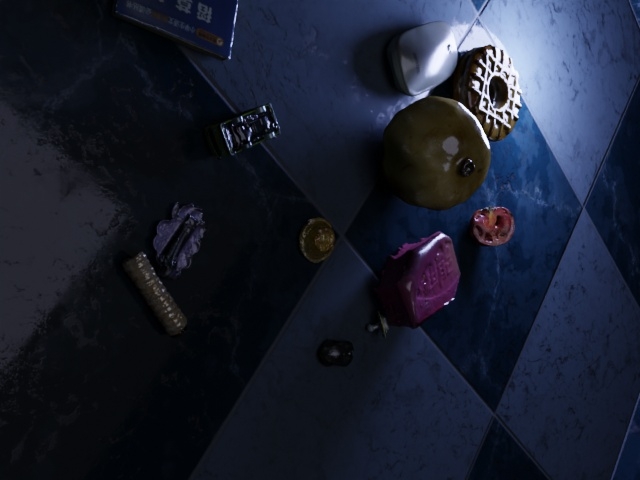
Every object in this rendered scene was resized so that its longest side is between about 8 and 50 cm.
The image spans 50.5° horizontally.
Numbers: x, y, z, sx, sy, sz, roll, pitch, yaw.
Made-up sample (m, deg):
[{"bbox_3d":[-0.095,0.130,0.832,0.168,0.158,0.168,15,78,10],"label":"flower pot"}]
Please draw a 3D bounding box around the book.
[{"bbox_3d":[-0.307,-0.665,1.562,0.300,0.039,0.427,12,83,-41],"label":"book"}]

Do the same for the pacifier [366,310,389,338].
[{"bbox_3d":[0.166,0.252,2.003,0.064,0.068,0.083,-13,81,-7],"label":"pacifier"}]

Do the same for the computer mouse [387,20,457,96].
[{"bbox_3d":[0.329,-0.568,2.102,0.331,0.095,0.197,-34,117,-36],"label":"computer mouse"}]

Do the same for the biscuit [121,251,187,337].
[{"bbox_3d":[-0.364,0.122,1.512,0.061,0.055,0.219,-27,114,6],"label":"biscuit"}]

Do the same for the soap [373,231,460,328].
[{"bbox_3d":[0.304,0.115,2.050,0.325,0.127,0.220,-28,104,-47],"label":"soap"}]

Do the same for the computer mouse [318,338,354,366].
[{"bbox_3d":[0.053,0.317,1.898,0.135,0.047,0.079,9,85,-44],"label":"computer mouse"}]

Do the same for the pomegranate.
[{"bbox_3d":[0.337,-0.250,1.969,0.333,0.333,0.332,-1,91,-42],"label":"pomegranate"}]

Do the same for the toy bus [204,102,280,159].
[{"bbox_3d":[-0.190,-0.262,1.633,0.175,0.101,0.088,-33,112,-42],"label":"toy bus"}]

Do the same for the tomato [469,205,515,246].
[{"bbox_3d":[0.577,-0.047,2.334,0.159,0.091,0.139,-11,89,-14],"label":"tomato"}]

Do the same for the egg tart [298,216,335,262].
[{"bbox_3d":[0.000,0.000,1.843,0.129,0.049,0.128,-3,95,-41],"label":"egg tart"}]

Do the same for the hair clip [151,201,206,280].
[{"bbox_3d":[-0.323,-0.001,1.556,0.124,0.052,0.195,44,58,-40],"label":"hair clip"}]

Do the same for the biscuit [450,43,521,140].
[{"bbox_3d":[0.566,-0.496,2.306,0.332,0.103,0.331,0,90,-42],"label":"biscuit"}]
